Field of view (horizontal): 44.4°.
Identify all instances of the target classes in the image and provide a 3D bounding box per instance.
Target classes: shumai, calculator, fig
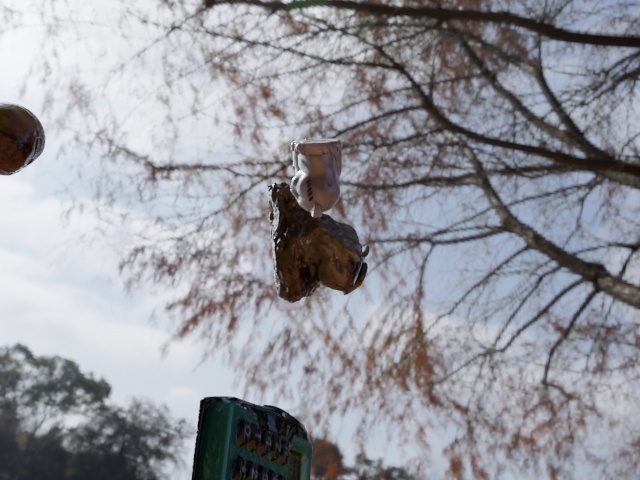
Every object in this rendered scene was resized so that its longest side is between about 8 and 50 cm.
[{"bbox_3d":[0.000,0.002,1.485,0.185,0.218,0.184,-5,-11,-5],"label":"shumai"},{"bbox_3d":[-0.085,0.349,1.068,0.058,0.248,0.274,-9,-30,23],"label":"calculator"},{"bbox_3d":[-0.669,-0.253,1.646,0.143,0.230,0.160,-14,9,7],"label":"fig"}]

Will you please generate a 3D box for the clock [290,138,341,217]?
[{"bbox_3d":[-0.006,-0.100,1.232,0.080,0.117,0.176,0,10,1],"label":"clock"}]
